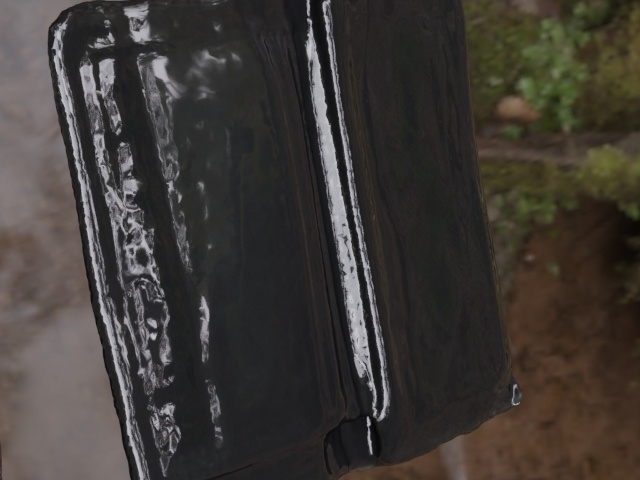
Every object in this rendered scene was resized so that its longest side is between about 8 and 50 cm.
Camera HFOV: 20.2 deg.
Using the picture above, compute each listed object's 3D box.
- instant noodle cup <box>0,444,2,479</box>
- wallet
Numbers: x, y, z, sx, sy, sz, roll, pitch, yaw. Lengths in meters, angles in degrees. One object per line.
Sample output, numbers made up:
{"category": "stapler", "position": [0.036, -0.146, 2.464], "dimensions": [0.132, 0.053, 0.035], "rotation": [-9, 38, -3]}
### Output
{"category": "instant noodle cup", "position": [-0.278, 0.093, 0.908], "dimensions": [0.243, 0.231, 0.243], "rotation": [-3, 99, -20]}
{"category": "wallet", "position": [0.000, 0.000, 0.859], "dimensions": [0.323, 0.041, 0.247], "rotation": [-16, 100, -52]}
